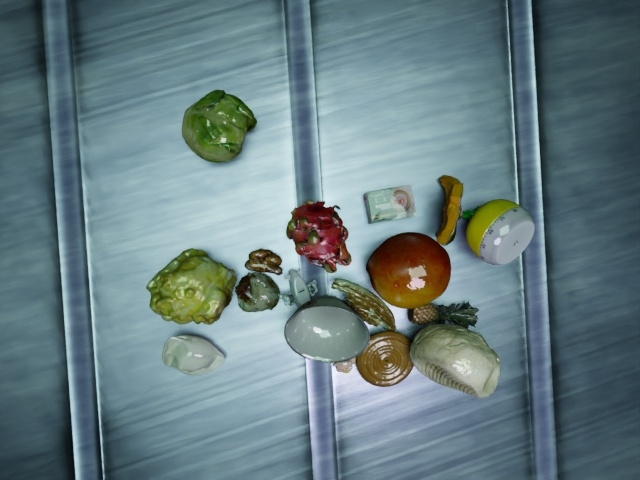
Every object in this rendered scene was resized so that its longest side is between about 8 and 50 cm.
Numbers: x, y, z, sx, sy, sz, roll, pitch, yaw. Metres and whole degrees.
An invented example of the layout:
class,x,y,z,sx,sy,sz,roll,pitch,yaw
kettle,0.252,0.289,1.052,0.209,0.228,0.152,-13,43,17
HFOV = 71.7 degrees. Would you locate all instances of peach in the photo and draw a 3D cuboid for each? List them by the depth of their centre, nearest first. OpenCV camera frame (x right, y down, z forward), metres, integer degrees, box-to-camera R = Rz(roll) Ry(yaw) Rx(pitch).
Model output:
class,x,y,z,sx,sy,sz,roll,pitch,yaw
peach,0.346,0.118,1.761,0.331,0.308,0.308,-2,91,8

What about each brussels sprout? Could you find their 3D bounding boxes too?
class,x,y,z,sx,sy,sz,roll,pitch,yaw
brussels sprout,-0.399,-0.441,1.729,0.293,0.227,0.260,3,76,3

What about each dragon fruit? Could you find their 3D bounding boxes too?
class,x,y,z,sx,sy,sz,roll,pitch,yaw
dragon fruit,0.005,-0.011,1.755,0.307,0.243,0.228,28,50,0

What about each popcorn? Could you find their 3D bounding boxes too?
class,x,y,z,sx,sy,sz,roll,pitch,yaw
popcorn,-0.494,0.193,1.703,0.311,0.312,0.313,0,91,-4

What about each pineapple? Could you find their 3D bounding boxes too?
class,x,y,z,sx,sy,sz,roll,pitch,yaw
pineapple,0.511,0.301,1.853,0.277,0.119,0.130,8,71,-3

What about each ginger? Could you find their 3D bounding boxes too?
class,x,y,z,sx,sy,sz,roll,pitch,yaw
ginger,-0.226,0.082,1.820,0.161,0.073,0.103,12,103,-10

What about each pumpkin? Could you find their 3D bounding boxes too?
class,x,y,z,sx,sy,sz,roll,pitch,yaw
pumpkin,0.520,-0.128,1.784,0.095,0.258,0.291,7,94,10

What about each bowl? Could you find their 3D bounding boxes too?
class,x,y,z,sx,sy,sz,roll,pitch,yaw
bowl,0.030,0.324,1.768,0.336,0.158,0.338,3,129,4

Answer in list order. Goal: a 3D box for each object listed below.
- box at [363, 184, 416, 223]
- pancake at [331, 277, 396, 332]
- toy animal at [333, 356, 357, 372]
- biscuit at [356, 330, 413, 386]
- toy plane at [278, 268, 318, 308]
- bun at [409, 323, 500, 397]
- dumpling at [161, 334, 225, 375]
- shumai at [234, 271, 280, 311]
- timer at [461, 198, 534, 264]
class,x,y,z,sx,sy,sz,roll,pitch,yaw
box,0.290,-0.150,1.851,0.198,0.081,0.135,-11,91,-6
pancake,0.187,0.271,1.815,0.376,0.197,0.054,46,44,-23
toy animal,0.110,0.513,1.841,0.114,0.082,0.092,-17,93,-5
biscuit,0.277,0.499,1.848,0.261,0.037,0.262,-2,104,-9
toy plane,-0.092,0.201,1.826,0.173,0.080,0.174,2,84,-22
bun,0.538,0.458,1.756,0.352,0.349,0.228,23,69,17
dumpling,-0.521,0.475,1.790,0.251,0.131,0.180,22,109,-25
shumai,-0.253,0.213,1.783,0.183,0.142,0.184,0,91,-1
timer,0.699,-0.061,1.823,0.284,0.285,0.286,0,91,-4
